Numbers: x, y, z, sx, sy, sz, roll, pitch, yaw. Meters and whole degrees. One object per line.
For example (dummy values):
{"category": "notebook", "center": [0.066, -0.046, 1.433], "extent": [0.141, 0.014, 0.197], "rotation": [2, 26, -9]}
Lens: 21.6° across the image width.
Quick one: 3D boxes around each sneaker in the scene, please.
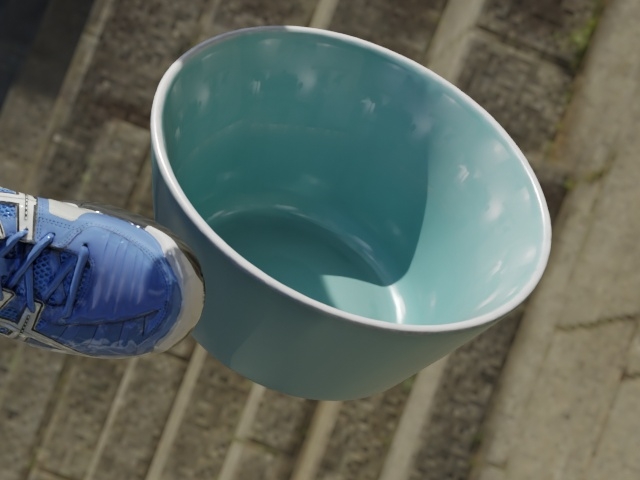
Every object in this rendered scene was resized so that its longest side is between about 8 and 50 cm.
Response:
{"category": "sneaker", "center": [-0.157, 0.013, 0.796], "extent": [0.081, 0.211, 0.080], "rotation": [-16, -64, -72]}

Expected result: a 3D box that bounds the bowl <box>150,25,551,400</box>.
{"category": "bowl", "center": [0.000, 0.000, 1.266], "extent": [0.311, 0.311, 0.163], "rotation": [-76, 10, -49]}
